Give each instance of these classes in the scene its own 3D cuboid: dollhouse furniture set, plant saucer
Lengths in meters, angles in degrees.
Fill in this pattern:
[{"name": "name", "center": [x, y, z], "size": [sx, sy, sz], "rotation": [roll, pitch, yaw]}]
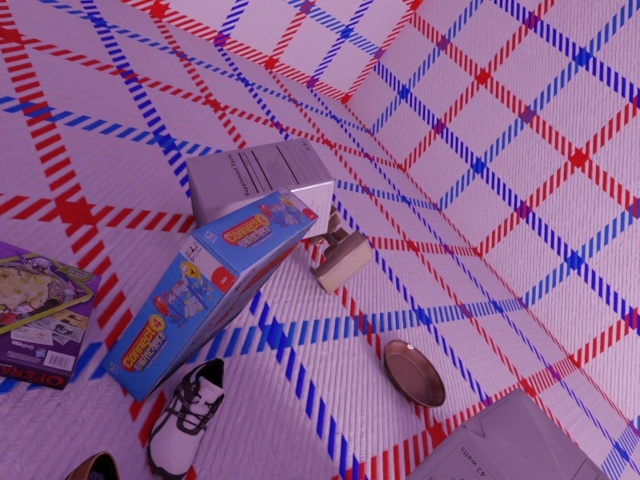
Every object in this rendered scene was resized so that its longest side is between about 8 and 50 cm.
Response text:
[{"name": "dollhouse furniture set", "center": [0.000, 0.000, 1.316], "size": [0.242, 0.161, 0.212], "rotation": [45, -9, 34]}, {"name": "plant saucer", "center": [0.231, 0.342, 1.227], "size": [0.198, 0.036, 0.198], "rotation": [32, 27, -18]}]

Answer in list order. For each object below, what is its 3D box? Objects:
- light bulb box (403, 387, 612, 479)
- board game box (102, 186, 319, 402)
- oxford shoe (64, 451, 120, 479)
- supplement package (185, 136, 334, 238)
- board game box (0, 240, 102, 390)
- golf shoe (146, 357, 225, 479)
[{"name": "light bulb box", "center": [0.234, 0.458, 0.614], "size": [0.225, 0.361, 0.358], "rotation": [4, 38, -50]}, {"name": "board game box", "center": [-0.168, 0.075, 0.809], "size": [0.086, 0.302, 0.308], "rotation": [42, 25, 3]}, {"name": "oxford shoe", "center": [-0.252, 0.341, 0.536], "size": [0.076, 0.076, 0.212], "rotation": [18, 35, -41]}, {"name": "supplement package", "center": [-0.141, -0.098, 1.125], "size": [0.293, 0.177, 0.175], "rotation": [-15, 52, -19]}, {"name": "board game box", "center": [-0.501, 0.069, 0.668], "size": [0.347, 0.056, 0.208], "rotation": [26, 33, -27]}, {"name": "golf shoe", "center": [-0.195, 0.256, 0.727], "size": [0.077, 0.094, 0.198], "rotation": [33, 28, -18]}]
